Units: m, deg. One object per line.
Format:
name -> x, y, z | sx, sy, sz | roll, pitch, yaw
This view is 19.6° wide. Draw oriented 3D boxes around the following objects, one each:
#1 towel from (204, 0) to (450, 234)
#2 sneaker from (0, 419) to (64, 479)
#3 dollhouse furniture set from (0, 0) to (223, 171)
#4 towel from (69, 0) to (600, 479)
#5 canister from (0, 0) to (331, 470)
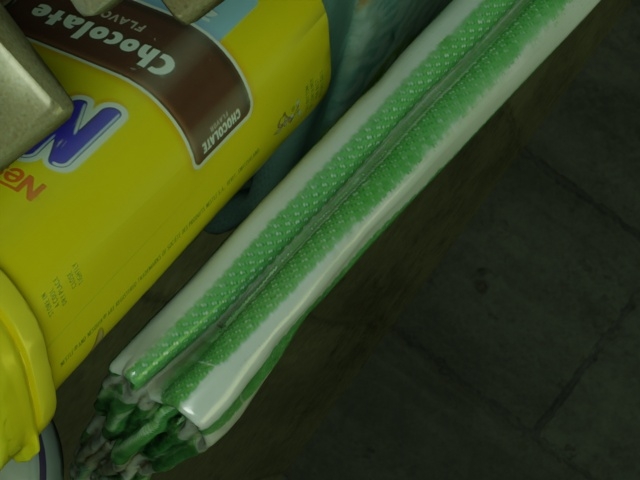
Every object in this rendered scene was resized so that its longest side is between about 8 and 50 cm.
towel -> 0.072, -0.204, 0.638 | 0.320, 0.090, 0.374 | -43, 165, -36
sneaker -> -0.214, 0.171, 0.723 | 0.282, 0.102, 0.161 | -54, 166, 0
dollhouse furniture set -> -0.074, -0.116, 0.305 | 0.259, 0.135, 0.262 | -36, 175, 14
towel -> 0.000, 0.000, 0.687 | 0.248, 0.038, 0.325 | -48, 179, -17
canister -> -0.089, -0.026, 0.523 | 0.170, 0.126, 0.073 | -50, 149, -38
